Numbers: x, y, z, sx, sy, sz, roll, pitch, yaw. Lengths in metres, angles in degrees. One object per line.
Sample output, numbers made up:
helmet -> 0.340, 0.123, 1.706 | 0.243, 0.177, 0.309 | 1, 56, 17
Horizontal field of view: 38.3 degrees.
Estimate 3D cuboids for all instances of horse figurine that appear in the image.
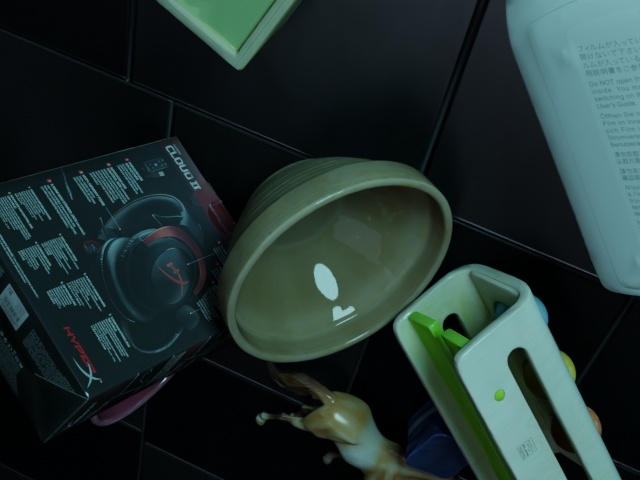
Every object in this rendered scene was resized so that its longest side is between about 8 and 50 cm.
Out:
horse figurine -> 0.032, 0.246, 1.148 | 0.174, 0.066, 0.263 | -21, 117, 45

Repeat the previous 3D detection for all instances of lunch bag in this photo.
lunch bag -> 0.142, 0.227, 1.073 | 0.067, 0.065, 0.098 | 24, 135, -14

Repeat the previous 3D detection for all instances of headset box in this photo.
headset box -> -0.193, 0.031, 0.920 | 0.110, 0.293, 0.218 | -42, 79, 41

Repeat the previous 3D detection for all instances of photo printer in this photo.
photo printer -> 0.285, -0.099, 0.669 | 0.256, 0.107, 0.308 | -1, 127, 45

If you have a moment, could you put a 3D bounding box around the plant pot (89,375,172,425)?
plant pot -> -0.254, 0.086, 1.090 | 0.180, 0.201, 0.201 | 41, 137, 13

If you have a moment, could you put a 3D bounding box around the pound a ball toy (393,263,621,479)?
pound a ball toy -> 0.234, 0.189, 0.919 | 0.319, 0.135, 0.208 | 59, 165, -24

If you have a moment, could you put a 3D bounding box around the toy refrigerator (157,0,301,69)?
toy refrigerator -> -0.023, -0.264, 0.724 | 0.102, 0.094, 0.269 | 40, 134, -8

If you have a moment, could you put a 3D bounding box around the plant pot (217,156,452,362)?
plant pot -> 0.000, 0.000, 0.891 | 0.110, 0.237, 0.237 | 56, 149, 37
